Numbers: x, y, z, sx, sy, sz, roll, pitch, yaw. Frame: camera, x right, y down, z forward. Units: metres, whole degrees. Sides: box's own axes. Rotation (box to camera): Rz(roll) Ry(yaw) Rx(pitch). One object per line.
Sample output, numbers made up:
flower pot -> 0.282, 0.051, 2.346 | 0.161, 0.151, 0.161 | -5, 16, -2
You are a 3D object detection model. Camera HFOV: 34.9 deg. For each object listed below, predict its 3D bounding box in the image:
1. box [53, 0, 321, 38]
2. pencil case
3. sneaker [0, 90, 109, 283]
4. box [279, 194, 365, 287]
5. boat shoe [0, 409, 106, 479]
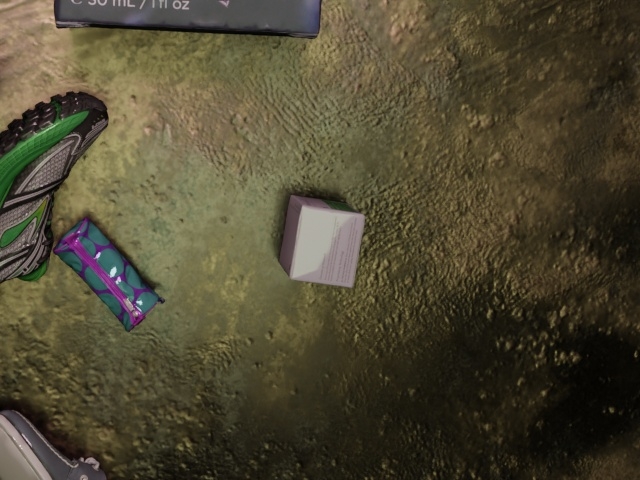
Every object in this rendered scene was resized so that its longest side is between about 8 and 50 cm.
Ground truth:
box -> -0.150, -0.437, 1.163 | 0.293, 0.212, 0.396 | 0, 102, -10
pencil case -> -0.276, 0.044, 1.320 | 0.064, 0.070, 0.152 | -40, 105, 0
sneaker -> -0.375, -0.043, 1.265 | 0.146, 0.134, 0.343 | 38, 102, -23
box -> 0.000, 0.000, 1.345 | 0.087, 0.101, 0.102 | 7, 99, -12
boat shoe -> -0.337, 0.347, 1.380 | 0.319, 0.116, 0.099 | 56, 45, -10
